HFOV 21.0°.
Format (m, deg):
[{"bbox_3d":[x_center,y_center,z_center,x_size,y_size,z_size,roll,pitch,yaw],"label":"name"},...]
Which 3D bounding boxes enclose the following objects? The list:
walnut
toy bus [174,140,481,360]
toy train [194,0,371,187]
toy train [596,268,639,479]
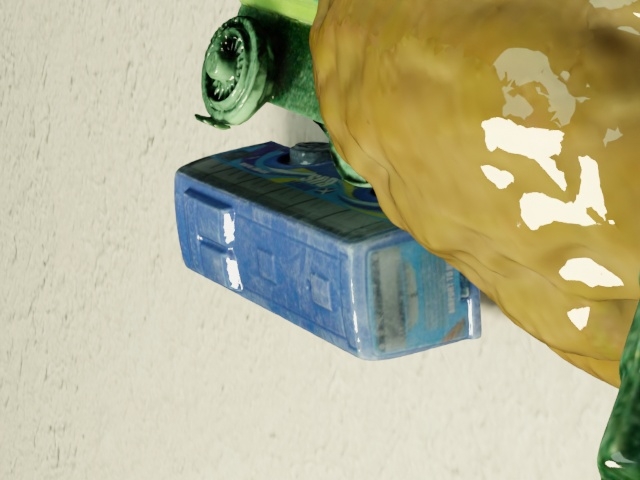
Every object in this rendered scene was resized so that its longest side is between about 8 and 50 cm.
[{"bbox_3d":[0.113,-0.070,0.569,0.257,0.224,0.257,-178,90,-65],"label":"walnut"},{"bbox_3d":[-0.002,-0.003,0.931,0.236,0.094,0.079,22,115,59],"label":"toy bus"},{"bbox_3d":[0.030,-0.113,0.857,0.253,0.105,0.157,26,105,56],"label":"toy train"},{"bbox_3d":[0.142,0.132,0.466,0.138,0.178,0.330,16,157,24],"label":"toy train"}]
